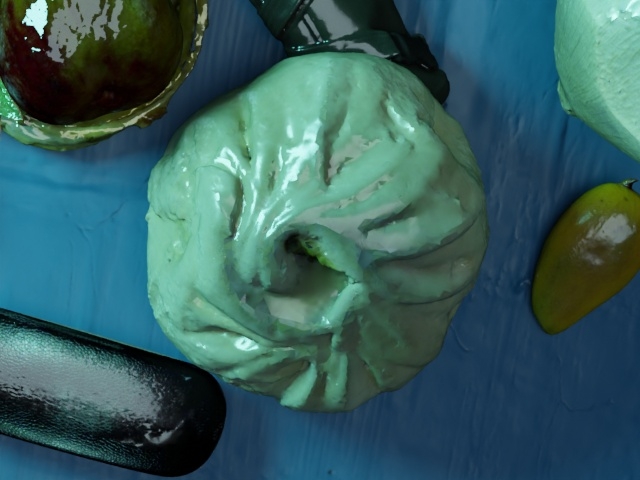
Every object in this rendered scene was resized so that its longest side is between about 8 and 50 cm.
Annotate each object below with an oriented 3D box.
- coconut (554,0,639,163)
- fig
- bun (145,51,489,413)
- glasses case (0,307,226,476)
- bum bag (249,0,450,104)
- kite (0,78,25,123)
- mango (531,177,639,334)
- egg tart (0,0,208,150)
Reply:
[{"bbox_3d":[0.382,-0.221,1.847,0.360,0.346,0.346,-22,104,20],"label":"coconut"},{"bbox_3d":[-0.221,-0.246,1.751,0.170,0.145,0.274,-10,87,-15],"label":"fig"},{"bbox_3d":[0.000,0.000,1.849,0.360,0.211,0.359,-2,114,-5],"label":"bun"},{"bbox_3d":[-0.247,0.148,1.923,0.314,0.075,0.122,17,94,-13],"label":"glasses case"},{"bbox_3d":[0.021,-0.223,1.911,0.142,0.079,0.326,-35,105,0],"label":"bum bag"},{"bbox_3d":[-0.366,-0.124,1.841,0.198,0.006,0.244,16,111,21],"label":"kite"},{"bbox_3d":[0.280,0.016,2.010,0.101,0.066,0.187,33,101,-13],"label":"mango"},{"bbox_3d":[-0.243,-0.219,1.855,0.279,0.095,0.278,-1,100,-9],"label":"egg tart"}]
